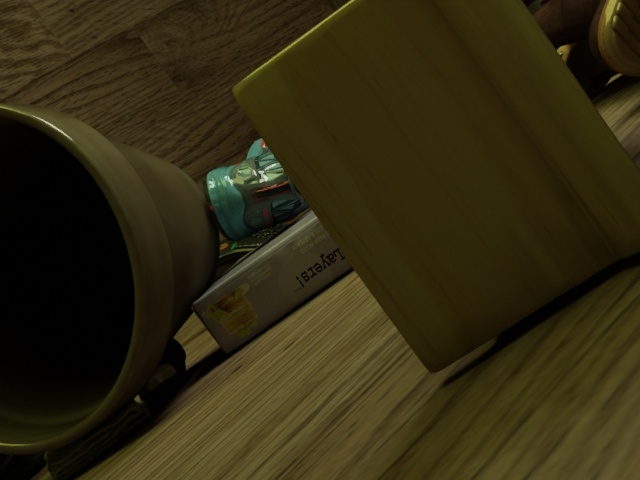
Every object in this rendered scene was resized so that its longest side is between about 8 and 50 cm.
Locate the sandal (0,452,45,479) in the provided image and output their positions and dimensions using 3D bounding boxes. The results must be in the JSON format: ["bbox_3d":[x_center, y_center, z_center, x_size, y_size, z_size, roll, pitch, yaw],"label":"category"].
[{"bbox_3d":[-0.377,0.254,1.323,0.167,0.107,0.445,-36,-9,25],"label":"sandal"}]

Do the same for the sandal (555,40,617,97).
[{"bbox_3d":[0.247,-0.162,1.048,0.180,0.072,0.049,-28,29,36],"label":"sandal"}]

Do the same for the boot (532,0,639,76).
[{"bbox_3d":[0.239,-0.184,0.920,0.248,0.090,0.207,-46,14,-33],"label":"boot"}]

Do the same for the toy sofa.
[{"bbox_3d":[0.097,-0.077,0.600,0.177,0.150,0.362,-33,4,12],"label":"toy sofa"}]

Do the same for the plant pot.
[{"bbox_3d":[-0.248,0.018,1.121,0.323,0.323,0.280,-34,-5,22],"label":"plant pot"}]

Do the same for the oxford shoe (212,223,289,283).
[{"bbox_3d":[-0.105,0.036,1.580,0.227,0.096,0.083,-14,22,12],"label":"oxford shoe"}]

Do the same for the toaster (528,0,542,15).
[{"bbox_3d":[0.355,-0.335,1.536,0.129,0.146,0.227,-36,4,4],"label":"toaster"}]

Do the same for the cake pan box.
[{"bbox_3d":[0.000,0.000,1.182,0.245,0.070,0.267,-33,4,9],"label":"cake pan box"}]

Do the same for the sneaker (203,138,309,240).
[{"bbox_3d":[-0.027,-0.068,1.262,0.125,0.104,0.262,-16,13,22],"label":"sneaker"}]

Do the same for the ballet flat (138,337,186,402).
[{"bbox_3d":[-0.174,0.135,1.183,0.057,0.049,0.173,-36,5,-2],"label":"ballet flat"}]

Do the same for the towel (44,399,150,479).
[{"bbox_3d":[-0.224,0.193,1.098,0.110,0.027,0.148,-36,4,-17],"label":"towel"}]
